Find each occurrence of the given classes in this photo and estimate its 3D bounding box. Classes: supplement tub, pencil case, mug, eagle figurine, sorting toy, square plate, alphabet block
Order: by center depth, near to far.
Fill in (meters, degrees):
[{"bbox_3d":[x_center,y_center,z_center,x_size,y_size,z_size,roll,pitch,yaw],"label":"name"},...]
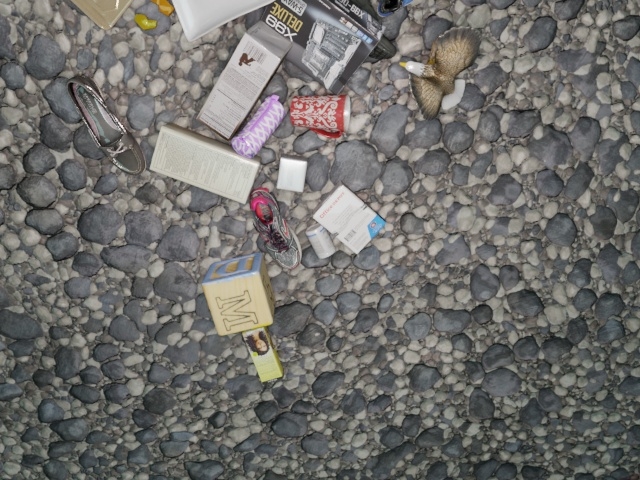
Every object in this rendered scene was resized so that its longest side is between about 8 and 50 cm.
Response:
[{"bbox_3d":[-0.295,-0.769,1.280,0.346,0.049,0.344,-7,111,33],"label":"square plate"},{"bbox_3d":[0.332,-0.471,1.355,0.225,0.298,0.227,-14,109,1],"label":"eagle figurine"},{"bbox_3d":[-0.587,-0.726,1.359,0.307,0.041,0.229,43,98,-16],"label":"sorting toy"},{"bbox_3d":[-0.188,-0.343,1.435,0.086,0.206,0.088,22,153,18],"label":"pencil case"},{"bbox_3d":[0.000,-0.377,1.462,0.169,0.113,0.151,6,122,10],"label":"mug"},{"bbox_3d":[-0.270,0.177,1.609,0.193,0.192,0.197,-12,108,3],"label":"alphabet block"},{"bbox_3d":[0.000,0.000,1.623,0.070,0.071,0.107,-24,109,5],"label":"supplement tub"}]

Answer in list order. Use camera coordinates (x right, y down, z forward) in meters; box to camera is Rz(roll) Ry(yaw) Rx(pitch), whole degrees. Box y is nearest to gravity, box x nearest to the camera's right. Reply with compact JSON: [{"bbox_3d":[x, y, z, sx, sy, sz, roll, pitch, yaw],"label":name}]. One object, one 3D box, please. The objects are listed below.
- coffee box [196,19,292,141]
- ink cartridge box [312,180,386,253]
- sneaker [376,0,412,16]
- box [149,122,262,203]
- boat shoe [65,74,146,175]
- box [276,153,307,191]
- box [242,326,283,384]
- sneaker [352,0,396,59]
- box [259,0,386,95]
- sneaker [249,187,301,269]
[{"bbox_3d":[-0.218,-0.452,1.358,0.118,0.168,0.297,34,125,-13],"label":"coffee box"},{"bbox_3d":[0.094,-0.079,1.591,0.203,0.086,0.148,40,103,-14],"label":"ink cartridge box"},{"bbox_3d":[0.237,-0.710,1.379,0.152,0.085,0.058,-30,108,7],"label":"sneaker"},{"bbox_3d":[-0.354,-0.243,1.492,0.310,0.121,0.148,21,107,-10],"label":"box"},{"bbox_3d":[-0.664,-0.342,1.455,0.112,0.095,0.335,-26,108,6],"label":"boat shoe"},{"bbox_3d":[-0.091,-0.219,1.525,0.087,0.102,0.101,8,108,-4],"label":"box"},{"bbox_3d":[-0.212,0.418,1.764,0.087,0.058,0.233,-18,110,3],"label":"box"},{"bbox_3d":[0.122,-0.650,1.389,0.286,0.109,0.130,34,87,-20],"label":"sneaker"},{"bbox_3d":[-0.009,-0.593,1.342,0.307,0.077,0.242,33,145,-14],"label":"box"},{"bbox_3d":[-0.160,-0.026,1.584,0.120,0.112,0.299,-26,109,6],"label":"sneaker"}]
